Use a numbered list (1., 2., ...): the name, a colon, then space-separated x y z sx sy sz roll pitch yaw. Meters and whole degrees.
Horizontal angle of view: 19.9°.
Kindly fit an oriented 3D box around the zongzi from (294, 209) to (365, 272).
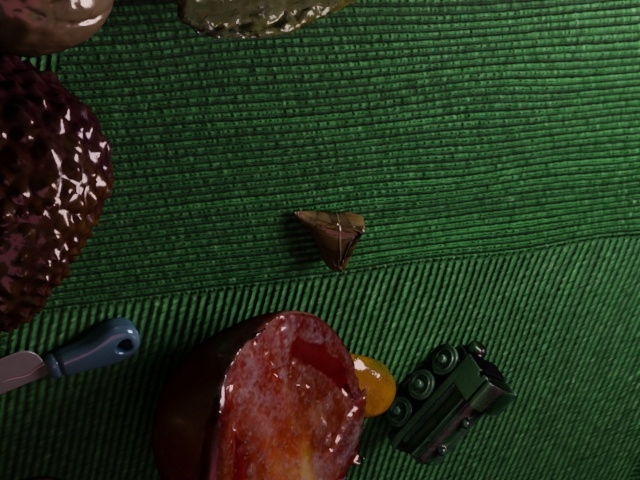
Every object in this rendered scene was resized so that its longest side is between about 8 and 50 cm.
1. zongzi: 0.000 0.000 1.988 0.083 0.040 0.076 4 134 -21

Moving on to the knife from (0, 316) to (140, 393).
1. knife: -0.309 0.135 1.926 0.244 0.032 0.058 -18 139 -12

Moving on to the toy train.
1. toy train: 0.152 0.203 2.226 0.071 0.111 0.170 25 113 -40

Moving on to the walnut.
1. walnut: -0.248 -0.224 1.531 0.162 0.140 0.140 3 128 -21

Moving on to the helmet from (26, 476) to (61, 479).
1. helmet: -0.336 0.357 2.060 0.175 0.106 0.155 8 124 -33

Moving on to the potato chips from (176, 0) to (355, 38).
1. potato chips: 0.023 -0.356 1.633 0.429 0.070 0.358 -13 133 -23

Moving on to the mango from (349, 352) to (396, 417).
1. mango: 0.043 0.171 2.163 0.079 0.057 0.114 -35 137 12

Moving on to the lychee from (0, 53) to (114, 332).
1. lychee: -0.317 -0.059 1.579 0.271 0.271 0.271 -18 137 -18

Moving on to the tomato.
1. tomato: -0.098 0.216 2.033 0.309 0.170 0.309 -14 108 -50
